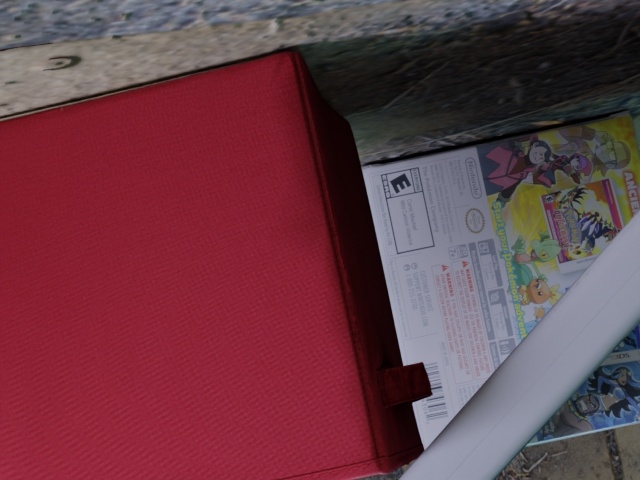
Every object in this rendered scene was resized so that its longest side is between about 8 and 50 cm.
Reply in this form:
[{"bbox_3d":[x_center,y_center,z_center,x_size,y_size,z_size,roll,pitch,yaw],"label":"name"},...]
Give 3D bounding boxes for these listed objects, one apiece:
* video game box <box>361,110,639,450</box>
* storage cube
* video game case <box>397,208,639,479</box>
[{"bbox_3d":[0.135,0.033,1.004,0.187,0.205,0.048,-11,177,2],"label":"video game box"},{"bbox_3d":[-0.064,0.035,0.747,0.215,0.193,0.183,-13,173,7],"label":"storage cube"},{"bbox_3d":[0.151,0.037,0.800,0.329,0.036,0.300,-50,170,9],"label":"video game case"}]
